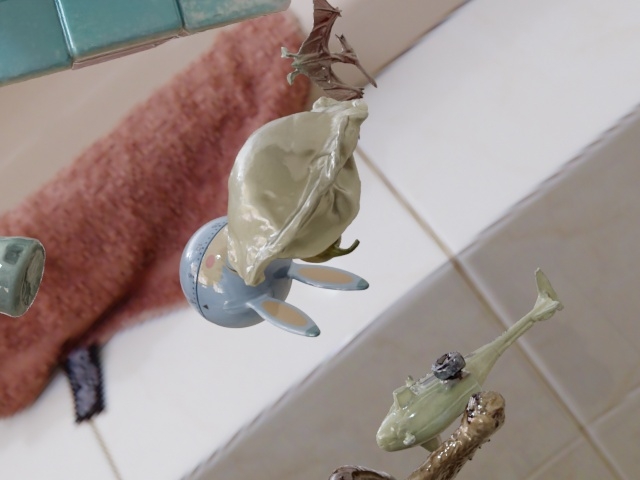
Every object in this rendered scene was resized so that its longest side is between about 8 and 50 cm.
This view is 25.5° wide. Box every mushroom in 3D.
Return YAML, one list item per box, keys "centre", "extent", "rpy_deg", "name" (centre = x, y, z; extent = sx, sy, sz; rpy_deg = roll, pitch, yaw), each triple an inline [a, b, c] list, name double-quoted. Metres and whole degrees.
- centre: [0.133, 0.257, 1.531]
  extent: [0.217, 0.227, 0.148]
  rpy_deg: [-47, 64, 0]
  name: "mushroom"

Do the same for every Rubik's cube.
- centre: [-0.236, -0.331, 1.369]
  extent: [0.316, 0.321, 0.319]
  rpy_deg: [-16, 10, -10]
  name: "Rubik's cube"

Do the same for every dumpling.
- centre: [-0.020, -0.063, 1.579]
  extent: [0.193, 0.147, 0.258]
  rpy_deg: [-18, 41, 61]
  name: "dumpling"

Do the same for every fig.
- centre: [0.000, 0.000, 2.091]
  extent: [0.084, 0.082, 0.098]
  rpy_deg: [-41, 63, -13]
  name: "fig"

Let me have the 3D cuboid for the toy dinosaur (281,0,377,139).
- centre: [0.008, -0.231, 1.820]
  extent: [0.108, 0.220, 0.032]
  rpy_deg: [-16, 0, -20]
  name: "toy dinosaur"

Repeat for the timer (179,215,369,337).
- centre: [-0.085, 0.040, 1.917]
  extent: [0.255, 0.175, 0.175]
  rpy_deg: [-5, 53, 50]
  name: "timer"

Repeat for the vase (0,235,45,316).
- centre: [-0.370, 0.009, 1.312]
  extent: [0.219, 0.096, 0.096]
  rpy_deg: [14, 62, 6]
  name: "vase"

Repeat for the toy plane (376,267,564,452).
- centre: [0.173, 0.144, 1.606]
  extent: [0.286, 0.092, 0.108]
  rpy_deg: [-38, 17, -13]
  name: "toy plane"
